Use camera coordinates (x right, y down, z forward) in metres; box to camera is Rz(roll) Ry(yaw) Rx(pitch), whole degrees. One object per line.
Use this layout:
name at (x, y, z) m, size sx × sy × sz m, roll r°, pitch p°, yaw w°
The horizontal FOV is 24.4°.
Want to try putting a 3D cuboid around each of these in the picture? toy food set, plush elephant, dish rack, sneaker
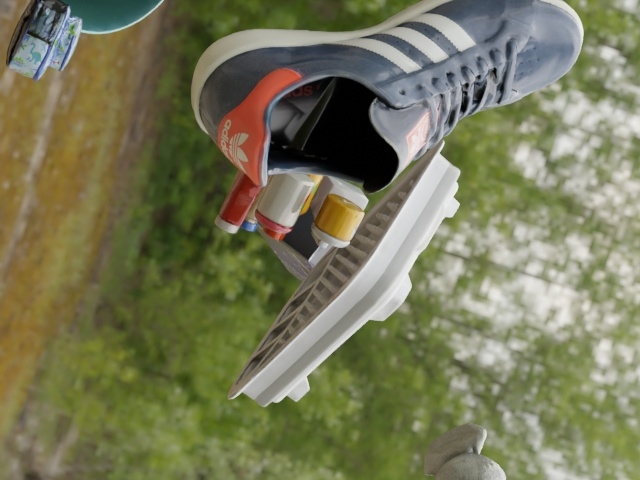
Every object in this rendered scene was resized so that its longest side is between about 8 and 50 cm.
toy food set at (-0.034, -0.029, 1.450) m, size 0.104 × 0.111 × 0.232 m, roll -62°, pitch -160°, yaw 13°
plush elephant at (0.244, 0.452, 2.401) m, size 0.255 × 0.330 × 0.272 m, roll -52°, pitch -164°, yaw 29°
dish rack at (0.039, 0.053, 1.728) m, size 0.333 × 0.072 × 0.285 m, roll -47°, pitch -175°, yaw 44°
sneaker at (0.076, -0.114, 1.230) m, size 0.148 × 0.350 × 0.131 m, roll -119°, pitch -160°, yaw -46°

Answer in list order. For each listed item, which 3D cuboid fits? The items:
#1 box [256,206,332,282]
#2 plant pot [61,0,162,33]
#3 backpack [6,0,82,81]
box at (0.000, 0.000, 2.209) m, size 0.108 × 0.153 × 0.207 m, roll -48°, pitch 145°, yaw -8°
plant pot at (-0.408, -0.534, 2.515) m, size 0.293 × 0.235 × 0.293 m, roll -28°, pitch 139°, yaw -28°
backpack at (-0.375, -0.273, 2.013) m, size 0.114 × 0.084 × 0.105 m, roll -62°, pitch -166°, yaw 4°
